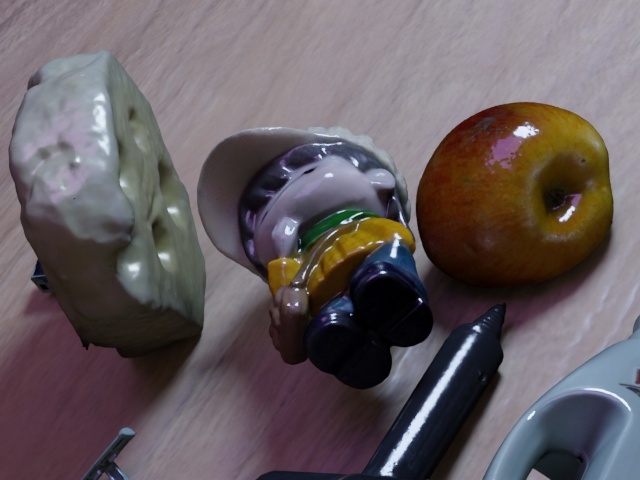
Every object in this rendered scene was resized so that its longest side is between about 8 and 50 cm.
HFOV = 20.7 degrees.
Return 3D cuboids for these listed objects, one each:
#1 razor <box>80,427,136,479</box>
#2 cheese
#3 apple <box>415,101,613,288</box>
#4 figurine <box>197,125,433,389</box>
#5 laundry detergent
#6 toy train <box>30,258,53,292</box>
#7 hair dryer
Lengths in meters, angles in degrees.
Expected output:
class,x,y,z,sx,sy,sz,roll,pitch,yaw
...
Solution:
class,x,y,z,sx,sy,sz,roll,pitch,yaw
razor,-0.176,0.272,1.649,0.084,0.036,0.211,-50,39,14
cheese,-0.211,-0.026,1.784,0.115,0.326,0.318,-17,24,8
apple,0.183,-0.049,1.691,0.195,0.160,0.173,-37,13,-20
figurine,0.022,0.019,1.681,0.185,0.204,0.332,-45,43,12
laundry detergent,0.246,0.179,1.316,0.264,0.124,0.398,14,36,2
toy train,-0.231,0.022,1.977,0.207,0.047,0.043,-10,45,26
hair dryer,0.075,0.173,1.546,0.189,0.107,0.352,-2,36,37
